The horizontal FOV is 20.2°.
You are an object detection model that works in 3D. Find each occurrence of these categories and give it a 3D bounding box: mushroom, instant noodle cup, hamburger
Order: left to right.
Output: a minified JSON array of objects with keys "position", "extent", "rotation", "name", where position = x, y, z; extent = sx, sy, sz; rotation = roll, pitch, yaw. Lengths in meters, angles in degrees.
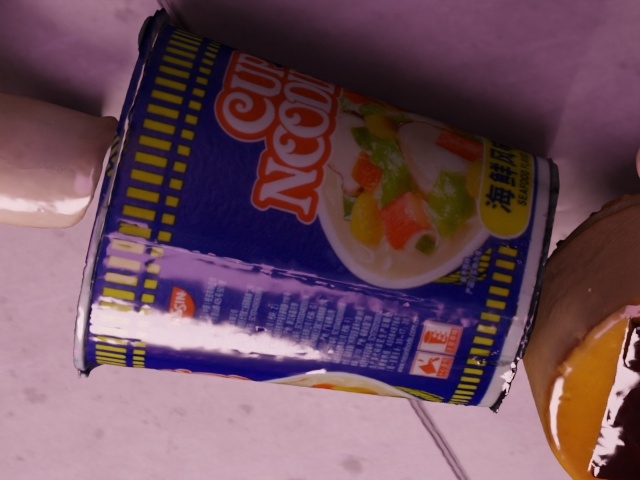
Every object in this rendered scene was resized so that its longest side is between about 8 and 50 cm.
[{"position":[-0.331,-0.076,1.371],"extent":[0.336,0.314,0.314],"rotation":[15,137,-22],"name":"mushroom"},{"position":[0.000,0.000,1.318],"extent":[0.312,0.284,0.284],"rotation":[13,133,-1],"name":"instant noodle cup"},{"position":[0.294,0.081,1.316],"extent":[0.300,0.176,0.300],"rotation":[6,133,7],"name":"hamburger"}]

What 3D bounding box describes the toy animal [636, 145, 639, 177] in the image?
[{"position":[0.325,-0.052,1.063],"extent":[0.246,0.277,0.345],"rotation":[-23,99,-2],"name":"toy animal"}]
